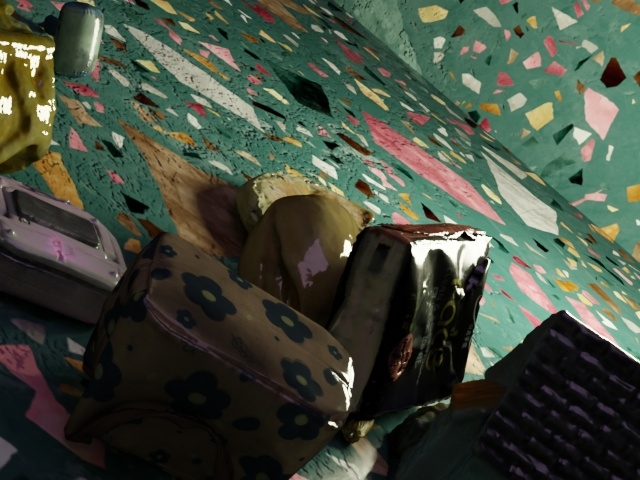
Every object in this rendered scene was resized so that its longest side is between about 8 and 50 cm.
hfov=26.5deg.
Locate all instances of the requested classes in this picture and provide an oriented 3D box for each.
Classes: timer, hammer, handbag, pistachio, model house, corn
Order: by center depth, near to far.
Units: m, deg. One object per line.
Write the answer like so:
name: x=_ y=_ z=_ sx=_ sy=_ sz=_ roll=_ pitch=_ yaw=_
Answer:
handbag: x=-0.117 y=0.145 z=1.342 sx=0.251 sy=0.193 sz=0.190 roll=34 pitch=25 yaw=-15
timer: x=-0.311 y=0.006 z=1.520 sx=0.208 sy=0.069 sz=0.191 roll=23 pitch=21 yaw=-33
model house: x=0.312 y=0.248 z=1.634 sx=0.360 sy=0.339 sz=0.297 roll=36 pitch=21 yaw=-1
corn: x=0.046 y=0.230 z=1.678 sx=0.028 sy=0.027 sz=0.083 roll=54 pitch=18 yaw=4
pistachio: x=-0.023 y=0.036 z=1.808 sx=0.182 sy=0.162 sz=0.293 roll=61 pitch=16 yaw=-22
hammer: x=-0.400 y=-0.322 z=2.119 sx=0.069 sy=0.116 sz=0.194 roll=6 pitch=13 yaw=-31

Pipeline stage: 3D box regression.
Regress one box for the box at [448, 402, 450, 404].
box: x=0.249 y=0.299 z=1.851 sx=0.207 sy=0.041 sz=0.050 roll=35 pitch=19 yaw=-2

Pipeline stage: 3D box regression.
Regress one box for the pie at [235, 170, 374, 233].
pie: x=0.000 y=0.000 z=2.075 sx=0.337 sy=0.075 sz=0.337 roll=27 pitch=24 yaw=-13

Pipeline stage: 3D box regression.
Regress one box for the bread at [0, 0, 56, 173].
bread: x=-0.441 y=-0.182 z=1.557 sx=0.196 sy=0.239 sz=0.252 roll=1 pitch=-3 yaw=29

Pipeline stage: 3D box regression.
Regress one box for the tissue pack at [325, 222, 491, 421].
tissue pack: x=0.117 y=0.095 z=1.761 sx=0.123 sy=0.245 sz=0.332 roll=22 pitch=9 yaw=23
